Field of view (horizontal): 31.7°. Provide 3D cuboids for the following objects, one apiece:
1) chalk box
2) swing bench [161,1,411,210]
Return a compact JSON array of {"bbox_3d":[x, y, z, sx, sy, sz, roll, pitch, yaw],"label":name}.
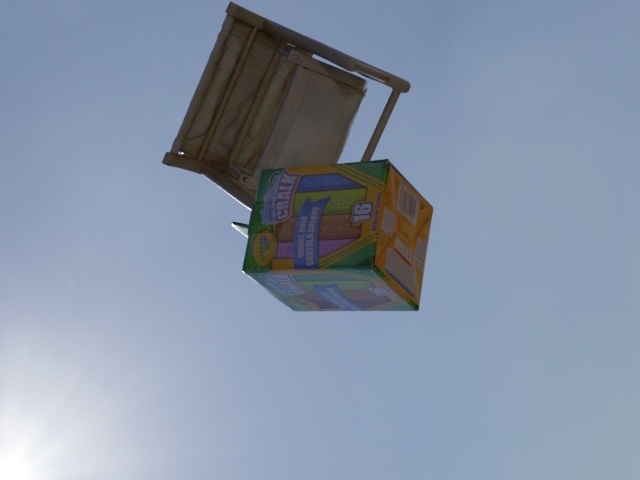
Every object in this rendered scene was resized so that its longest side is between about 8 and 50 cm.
[{"bbox_3d":[0.000,0.000,1.277,0.132,0.213,0.132,40,-127,-52],"label":"chalk box"},{"bbox_3d":[-0.053,-0.169,1.618,0.165,0.255,0.253,11,-74,-56],"label":"swing bench"}]
